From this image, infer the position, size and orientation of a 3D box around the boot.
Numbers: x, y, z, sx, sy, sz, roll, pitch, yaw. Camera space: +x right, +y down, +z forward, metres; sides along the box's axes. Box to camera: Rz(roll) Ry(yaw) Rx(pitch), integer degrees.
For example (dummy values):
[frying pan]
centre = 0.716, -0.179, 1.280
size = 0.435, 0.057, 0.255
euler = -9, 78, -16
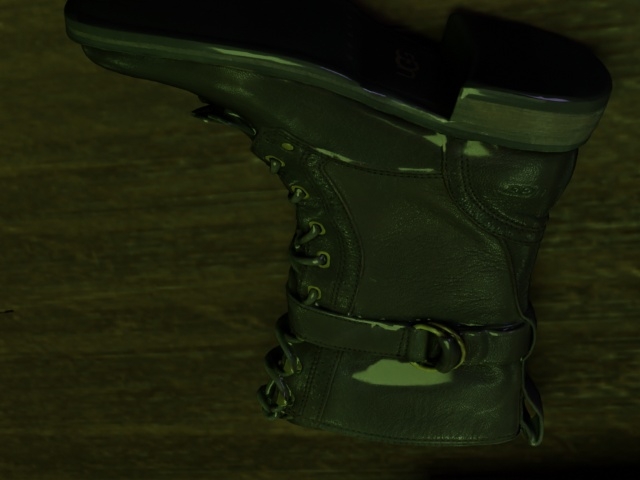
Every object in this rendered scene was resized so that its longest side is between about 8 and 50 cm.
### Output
[boot]
centre = 0.000, 0.000, 0.655
size = 0.263, 0.091, 0.229
euler = 14, 125, 2
